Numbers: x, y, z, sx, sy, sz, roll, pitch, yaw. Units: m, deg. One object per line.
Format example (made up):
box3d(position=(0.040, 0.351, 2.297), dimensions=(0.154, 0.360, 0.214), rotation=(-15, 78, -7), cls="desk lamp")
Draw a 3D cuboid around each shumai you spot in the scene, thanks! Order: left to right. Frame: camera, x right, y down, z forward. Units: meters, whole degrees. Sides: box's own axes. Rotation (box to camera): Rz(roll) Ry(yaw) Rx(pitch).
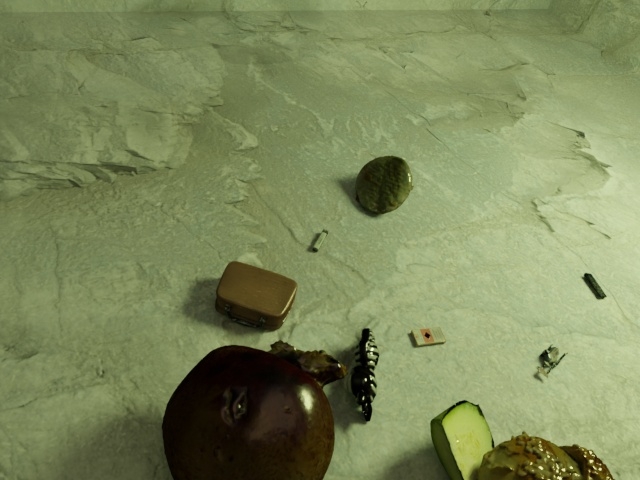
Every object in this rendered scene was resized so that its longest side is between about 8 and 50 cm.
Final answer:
box3d(position=(0.211, -0.174, 1.703), dimensions=(0.201, 0.201, 0.120), rotation=(47, 13, 29), cls="shumai")

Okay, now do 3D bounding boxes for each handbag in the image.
box3d(position=(-0.164, 0.142, 1.335), dimensions=(0.193, 0.072, 0.151), rotation=(18, 45, 1), cls="handbag")

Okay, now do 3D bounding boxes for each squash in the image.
box3d(position=(0.302, 0.447, 1.150), dimensions=(0.184, 0.085, 0.192), rotation=(-9, 78, -51), cls="squash")

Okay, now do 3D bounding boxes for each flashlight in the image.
box3d(position=(0.000, 0.000, 1.545), dimensions=(0.018, 0.018, 0.083), rotation=(22, 46, 8), cls="flashlight")

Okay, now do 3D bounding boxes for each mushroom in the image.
box3d(position=(-0.137, 0.357, 1.057), dimensions=(0.331, 0.356, 0.334), rotation=(19, 83, 2), cls="mushroom")

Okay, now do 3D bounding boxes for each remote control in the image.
box3d(position=(0.834, 0.138, 1.610), dimensions=(0.034, 0.016, 0.091), rotation=(9, 43, -27), cls="remote control")

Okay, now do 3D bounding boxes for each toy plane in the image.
box3d(position=(0.598, 0.311, 1.380), dimensions=(0.121, 0.031, 0.049), rotation=(-28, 67, -36), cls="toy plane")

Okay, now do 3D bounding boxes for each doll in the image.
box3d(position=(0.101, 0.306, 1.230), dimensions=(0.067, 0.091, 0.219), rotation=(-5, 44, 14), cls="doll")

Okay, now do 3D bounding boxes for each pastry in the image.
box3d(position=(0.467, 0.518, 1.016), dimensions=(0.316, 0.184, 0.284), rotation=(31, 46, 0), cls="pastry")

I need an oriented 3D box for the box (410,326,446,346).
box3d(position=(0.280, 0.250, 1.375), dimensions=(0.083, 0.012, 0.046), rotation=(-4, 48, -17), cls="box")
